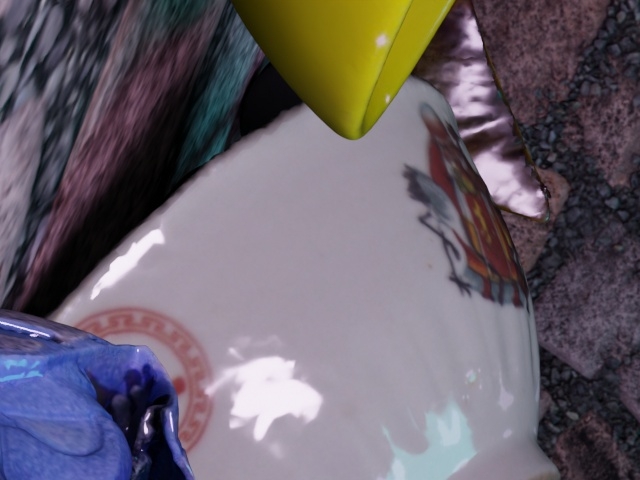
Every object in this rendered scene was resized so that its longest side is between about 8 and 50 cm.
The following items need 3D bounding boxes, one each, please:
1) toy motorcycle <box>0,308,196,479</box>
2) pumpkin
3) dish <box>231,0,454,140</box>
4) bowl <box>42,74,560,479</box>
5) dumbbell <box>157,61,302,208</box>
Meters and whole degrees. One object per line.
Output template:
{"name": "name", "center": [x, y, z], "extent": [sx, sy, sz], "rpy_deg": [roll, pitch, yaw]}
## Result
{"name": "toy motorcycle", "center": [-0.085, 0.048, 0.417], "extent": [0.205, 0.114, 0.076], "rpy_deg": [-44, 159, -82]}
{"name": "pumpkin", "center": [0.030, -0.112, 1.152], "extent": [0.254, 0.130, 0.149], "rpy_deg": [-112, -179, -46]}
{"name": "dish", "center": [0.031, -0.174, 0.641], "extent": [0.262, 0.108, 0.221], "rpy_deg": [-60, 177, -30]}
{"name": "bowl", "center": [-0.002, 0.109, 0.836], "extent": [0.337, 0.157, 0.337], "rpy_deg": [-41, 158, -21]}
{"name": "dumbbell", "center": [-0.017, -0.028, 1.016], "extent": [0.191, 0.100, 0.100], "rpy_deg": [-60, 173, -57]}
